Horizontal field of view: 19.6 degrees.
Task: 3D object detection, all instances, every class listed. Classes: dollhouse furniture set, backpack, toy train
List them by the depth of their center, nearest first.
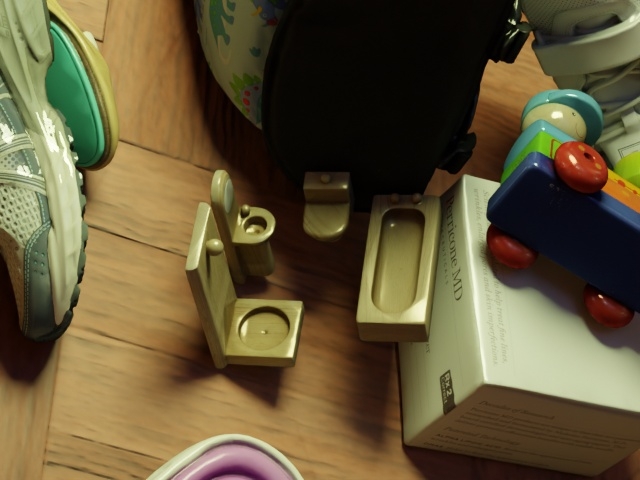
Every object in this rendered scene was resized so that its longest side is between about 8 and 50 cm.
[{"bbox_3d":[0.000,0.000,1.303,0.151,0.123,0.144,2,54,11],"label":"dollhouse furniture set"},{"bbox_3d":[0.245,-0.009,1.373,0.248,0.105,0.143,30,36,-12],"label":"toy train"},{"bbox_3d":[0.016,-0.243,1.416,0.273,0.290,0.355,15,48,-6],"label":"backpack"}]

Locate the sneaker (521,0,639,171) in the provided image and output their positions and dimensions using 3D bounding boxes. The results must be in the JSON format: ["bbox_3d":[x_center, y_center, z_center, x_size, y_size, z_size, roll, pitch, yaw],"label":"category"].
[{"bbox_3d":[0.248,-0.130,1.483,0.366,0.137,0.210,37,40,-62],"label":"sneaker"}]

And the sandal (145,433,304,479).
[{"bbox_3d":[-0.124,0.262,1.123,0.169,0.102,0.416,38,49,-7],"label":"sandal"}]

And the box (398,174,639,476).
[{"bbox_3d":[0.161,0.068,1.409,0.182,0.119,0.181,13,56,-25],"label":"box"}]

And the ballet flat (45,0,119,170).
[{"bbox_3d":[-0.205,-0.156,1.349,0.232,0.080,0.073,54,34,6],"label":"ballet flat"}]

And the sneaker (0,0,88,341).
[{"bbox_3d":[-0.234,-0.065,1.253,0.122,0.110,0.283,-11,84,-15],"label":"sneaker"}]
